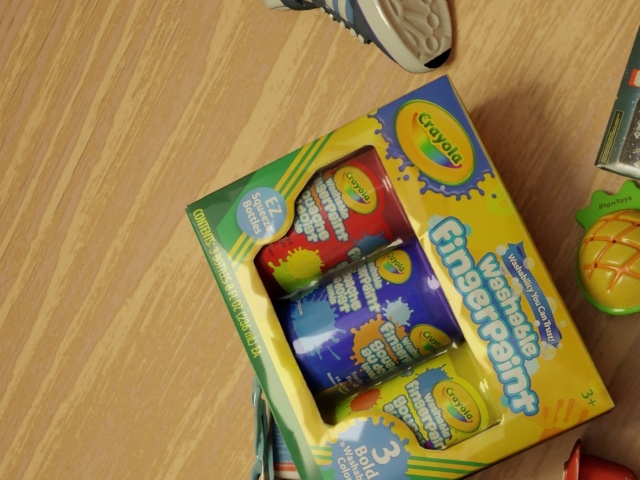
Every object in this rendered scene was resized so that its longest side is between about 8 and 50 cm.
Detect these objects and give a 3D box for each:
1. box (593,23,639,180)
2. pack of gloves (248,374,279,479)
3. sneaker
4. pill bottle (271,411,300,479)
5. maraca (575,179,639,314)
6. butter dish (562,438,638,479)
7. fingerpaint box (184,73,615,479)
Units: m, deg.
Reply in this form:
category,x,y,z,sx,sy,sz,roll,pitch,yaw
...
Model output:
category,x,y,z,sx,sy,sz,roll,pitch,yaw
box,0.442,-0.176,1.449,0.159,0.044,0.233,20,96,31
pack of gloves,-0.088,0.287,1.642,0.046,0.195,0.232,-3,83,5
sneaker,0.029,-0.346,1.696,0.323,0.130,0.236,58,146,-3
pill bottle,-0.007,0.209,1.640,0.124,0.124,0.222,-7,80,31
maraca,0.365,0.008,1.452,0.127,0.099,0.186,-17,51,21
butter dish,0.340,0.321,1.415,0.118,0.160,0.160,5,87,13
fingerpaint box,0.095,0.082,1.487,0.371,0.163,0.445,-26,77,8
